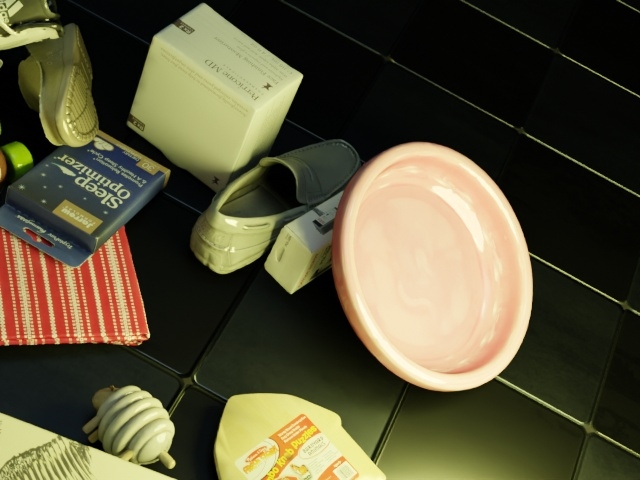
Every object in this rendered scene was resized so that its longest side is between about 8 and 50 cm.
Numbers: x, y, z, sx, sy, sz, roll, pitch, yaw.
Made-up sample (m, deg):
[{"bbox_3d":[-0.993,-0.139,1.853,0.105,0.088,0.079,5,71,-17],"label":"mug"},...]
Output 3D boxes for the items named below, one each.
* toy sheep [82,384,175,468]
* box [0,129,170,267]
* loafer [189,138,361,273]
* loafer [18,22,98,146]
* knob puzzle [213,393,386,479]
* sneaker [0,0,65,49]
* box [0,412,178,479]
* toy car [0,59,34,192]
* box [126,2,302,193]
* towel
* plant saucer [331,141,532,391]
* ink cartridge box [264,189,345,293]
[{"bbox_3d":[-0.213,0.216,1.414,0.132,0.091,0.091,42,48,21],"label":"toy sheep"},{"bbox_3d":[-0.309,-0.062,1.615,0.136,0.037,0.225,30,41,7],"label":"box"},{"bbox_3d":[-0.047,-0.065,1.700,0.112,0.111,0.319,38,47,15],"label":"loafer"},{"bbox_3d":[-0.360,-0.202,1.682,0.092,0.102,0.269,-17,33,2],"label":"loafer"},{"bbox_3d":[-0.046,0.263,1.482,0.213,0.030,0.213,12,49,-14],"label":"knob puzzle"},{"bbox_3d":[-0.478,-0.286,1.502,0.447,0.257,0.169,-36,111,-65],"label":"sneaker"},{"bbox_3d":[-0.253,0.277,1.267,0.275,0.094,0.113,28,41,-34],"label":"box"},{"bbox_3d":[-0.446,-0.147,1.543,0.155,0.188,0.149,-29,67,-38],"label":"toy car"},{"bbox_3d":[-0.149,-0.193,1.716,0.181,0.182,0.119,37,47,8],"label":"box"},{"bbox_3d":[-0.361,0.051,1.525,0.274,0.031,0.199,0,50,-25],"label":"towel"},{"bbox_3d":[0.138,0.038,1.646,0.332,0.084,0.332,12,70,-35],"label":"plant saucer"},{"bbox_3d":[0.000,0.000,1.676,0.056,0.099,0.135,45,50,15],"label":"ink cartridge box"}]
